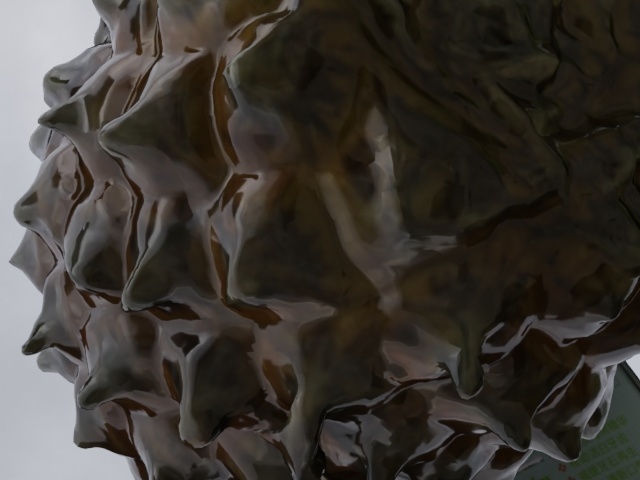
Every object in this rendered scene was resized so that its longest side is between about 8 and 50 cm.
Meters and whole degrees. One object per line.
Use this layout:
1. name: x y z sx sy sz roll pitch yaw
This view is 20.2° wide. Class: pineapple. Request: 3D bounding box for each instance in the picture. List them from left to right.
1. pineapple: 0.000 0.000 0.434 0.166 0.193 0.166 14 -123 -22

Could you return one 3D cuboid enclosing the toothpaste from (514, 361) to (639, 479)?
1. toothpaste: -0.033 0.126 0.561 0.336 0.081 0.067 -20 -116 -30
